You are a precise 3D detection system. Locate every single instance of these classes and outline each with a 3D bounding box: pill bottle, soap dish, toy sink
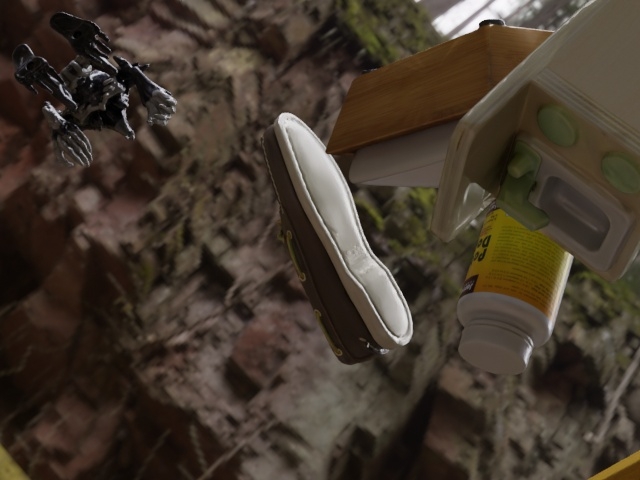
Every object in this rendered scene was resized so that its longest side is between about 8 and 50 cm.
[{"bbox_3d":[0.236,0.050,1.512,0.117,0.215,0.117,17,-26,9],"label":"pill bottle"},{"bbox_3d":[0.171,-0.124,1.221,0.291,0.229,0.118,-10,-99,61],"label":"soap dish"},{"bbox_3d":[0.209,-0.072,0.906,0.131,0.234,0.153,39,-25,19],"label":"toy sink"}]

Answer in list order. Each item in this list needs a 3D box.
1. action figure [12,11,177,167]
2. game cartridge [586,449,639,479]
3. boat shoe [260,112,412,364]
[{"bbox_3d":[-0.276,-0.168,1.540,0.141,0.164,0.275,54,-1,16],"label":"action figure"},{"bbox_3d":[0.476,0.396,1.532,0.323,0.053,0.285,48,-29,8],"label":"game cartridge"},{"bbox_3d":[0.000,0.000,1.562,0.097,0.116,0.324,-29,-93,31],"label":"boat shoe"}]
